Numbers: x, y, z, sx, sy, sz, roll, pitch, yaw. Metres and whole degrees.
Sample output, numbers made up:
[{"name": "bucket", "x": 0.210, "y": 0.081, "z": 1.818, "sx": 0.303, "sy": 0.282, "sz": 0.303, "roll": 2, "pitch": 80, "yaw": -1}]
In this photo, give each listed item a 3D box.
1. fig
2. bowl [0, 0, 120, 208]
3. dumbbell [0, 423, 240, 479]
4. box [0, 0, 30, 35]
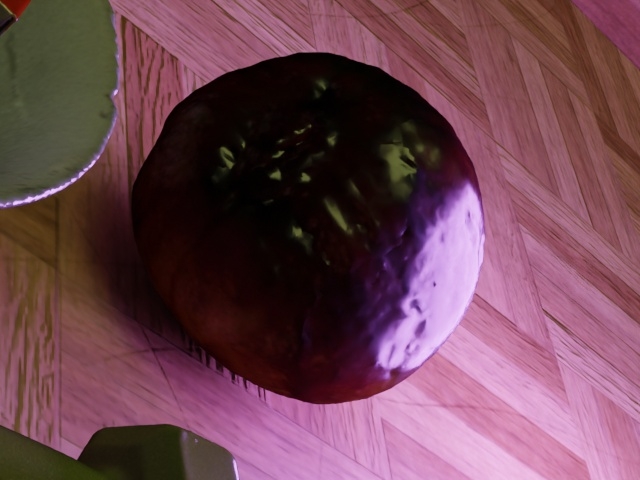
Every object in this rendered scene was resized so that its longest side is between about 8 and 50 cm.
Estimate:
[{"name": "fig", "x": 0.000, "y": -0.003, "z": 1.128, "sx": 0.263, "sy": 0.224, "sz": 0.224, "roll": 47, "pitch": 24, "yaw": -32}, {"name": "bowl", "x": -0.310, "y": -0.139, "z": 0.740, "sx": 0.435, "sy": 0.196, "sz": 0.435, "roll": 40, "pitch": 26, "yaw": -25}, {"name": "dumbbell", "x": -0.163, "y": 0.109, "z": 0.799, "sx": 0.302, "sy": 0.121, "sz": 0.108, "roll": 33, "pitch": 61, "yaw": -42}, {"name": "box", "x": -0.204, "y": -0.164, "z": 0.676, "sx": 0.218, "sy": 0.039, "sz": 0.055, "roll": 46, "pitch": 23, "yaw": -15}]
